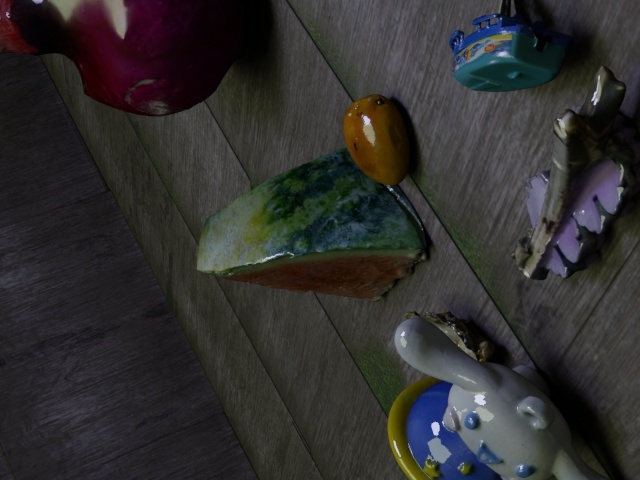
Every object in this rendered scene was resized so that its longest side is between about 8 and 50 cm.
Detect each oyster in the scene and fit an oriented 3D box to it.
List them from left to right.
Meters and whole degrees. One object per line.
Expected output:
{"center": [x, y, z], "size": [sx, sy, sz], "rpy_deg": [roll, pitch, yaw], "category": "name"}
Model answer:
{"center": [0.165, 0.122, 1.385], "size": [0.103, 0.051, 0.148], "rpy_deg": [58, 168, -30], "category": "oyster"}

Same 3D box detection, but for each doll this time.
{"center": [0.216, 0.220, 1.263], "size": [0.311, 0.159, 0.242], "rpy_deg": [34, 134, 19], "category": "doll"}

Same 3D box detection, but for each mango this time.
{"center": [0.071, -0.118, 1.370], "size": [0.080, 0.060, 0.114], "rpy_deg": [14, 123, 47], "category": "mango"}

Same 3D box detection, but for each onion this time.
{"center": [-0.330, -0.359, 1.647], "size": [0.398, 0.420, 0.398], "rpy_deg": [39, 135, 55], "category": "onion"}

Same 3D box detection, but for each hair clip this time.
{"center": [0.224, -0.042, 1.034], "size": [0.106, 0.085, 0.292], "rpy_deg": [54, 161, 23], "category": "hair clip"}

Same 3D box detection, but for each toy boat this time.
{"center": [0.167, -0.192, 1.043], "size": [0.175, 0.091, 0.110], "rpy_deg": [176, 107, -73], "category": "toy boat"}

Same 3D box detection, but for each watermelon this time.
{"center": [0.000, 0.000, 1.521], "size": [0.310, 0.232, 0.193], "rpy_deg": [-26, 82, 26], "category": "watermelon"}
